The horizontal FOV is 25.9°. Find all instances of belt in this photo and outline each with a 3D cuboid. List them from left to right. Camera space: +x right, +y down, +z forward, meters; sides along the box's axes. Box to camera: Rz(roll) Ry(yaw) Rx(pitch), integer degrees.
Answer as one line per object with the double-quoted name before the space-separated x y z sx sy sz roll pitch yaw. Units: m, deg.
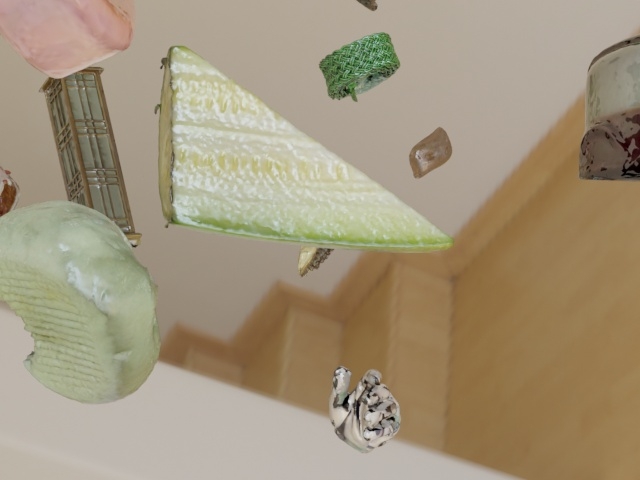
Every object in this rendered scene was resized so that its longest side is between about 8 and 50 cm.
"belt" 0.063 -0.262 2.174 0.151 0.121 0.079 147 102 -75

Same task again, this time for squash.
"squash" -0.022 -0.077 1.421 0.111 0.288 0.203 126 143 -68

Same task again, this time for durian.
"durian" -0.006 -0.004 2.145 0.052 0.066 0.130 55 -138 -57

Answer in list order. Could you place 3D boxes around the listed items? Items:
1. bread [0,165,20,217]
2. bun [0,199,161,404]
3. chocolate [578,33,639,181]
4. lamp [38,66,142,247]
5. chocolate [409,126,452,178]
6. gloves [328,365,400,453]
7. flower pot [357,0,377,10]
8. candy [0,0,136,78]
"bread" -0.500 -0.048 1.977 0.160 0.073 0.160 -33 28 21
"bun" -0.235 0.051 1.353 0.126 0.203 0.213 -45 -30 -39
"chocolate" 0.446 -0.165 1.698 0.283 0.283 0.186 -161 70 -74
"lamp" -0.378 -0.126 2.278 0.090 0.089 0.325 -39 60 49
"chocolate" 0.197 -0.153 2.443 0.031 0.065 0.100 8 33 45
"gloves" 0.081 0.281 2.382 0.128 0.111 0.212 58 146 25
"flower pot" 0.035 -0.340 1.510 0.107 0.157 0.157 -48 21 12
"candy" -0.253 -0.270 1.231 0.094 0.255 0.255 -22 30 8
